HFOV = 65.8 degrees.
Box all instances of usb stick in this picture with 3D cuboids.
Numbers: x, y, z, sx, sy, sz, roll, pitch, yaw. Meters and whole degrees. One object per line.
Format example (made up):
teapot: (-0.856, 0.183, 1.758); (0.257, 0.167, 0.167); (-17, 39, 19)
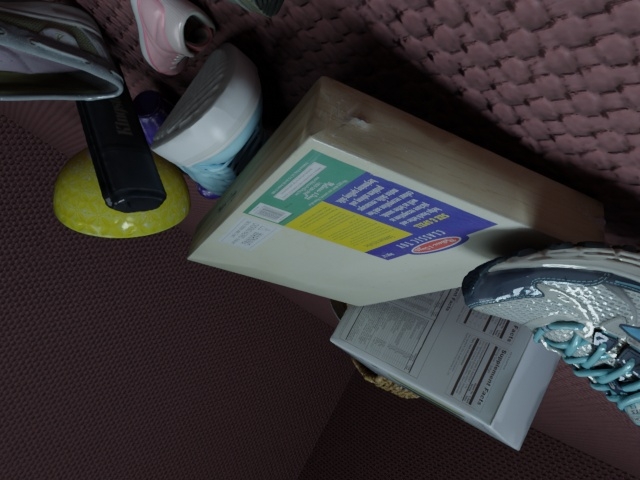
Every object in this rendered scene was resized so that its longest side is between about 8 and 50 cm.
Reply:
usb stick: (-0.275, -0.152, 0.656); (0.045, 0.077, 0.278); (-52, 55, 42)

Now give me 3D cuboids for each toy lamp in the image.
toy lamp: (-0.228, -0.152, 0.831); (0.080, 0.080, 0.274); (26, 167, 17)

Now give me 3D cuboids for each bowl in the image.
bowl: (-0.430, -0.145, 1.075); (0.290, 0.289, 0.156); (25, 125, 23)

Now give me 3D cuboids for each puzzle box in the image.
puzzle box: (0.032, -0.003, 0.533); (0.272, 0.052, 0.409); (19, 160, -21)

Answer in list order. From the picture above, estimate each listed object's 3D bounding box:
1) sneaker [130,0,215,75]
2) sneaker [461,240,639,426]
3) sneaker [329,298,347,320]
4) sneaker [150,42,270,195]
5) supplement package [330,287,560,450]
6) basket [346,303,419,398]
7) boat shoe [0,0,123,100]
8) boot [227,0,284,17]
sneaker: (-0.141, -0.198, 0.499); (0.070, 0.051, 0.134); (35, 164, 4)
sneaker: (0.249, 0.081, 0.385); (0.283, 0.122, 0.110); (12, 163, -3)
sneaker: (0.152, 0.223, 1.413); (0.290, 0.105, 0.123); (38, -159, 26)
sneaker: (-0.099, -0.117, 0.575); (0.150, 0.135, 0.366); (34, 179, -21)
supplement package: (0.200, 0.151, 0.761); (0.263, 0.198, 0.199); (20, 164, 39)
basket: (0.143, 0.218, 1.137); (0.223, 0.213, 0.299); (31, 168, -8)
boat shoe: (-0.378, -0.195, 0.533); (0.118, 0.320, 0.103); (-42, 76, 39)
boot: (-0.138, -0.204, 0.300); (0.209, 0.076, 0.190); (21, 180, 11)
